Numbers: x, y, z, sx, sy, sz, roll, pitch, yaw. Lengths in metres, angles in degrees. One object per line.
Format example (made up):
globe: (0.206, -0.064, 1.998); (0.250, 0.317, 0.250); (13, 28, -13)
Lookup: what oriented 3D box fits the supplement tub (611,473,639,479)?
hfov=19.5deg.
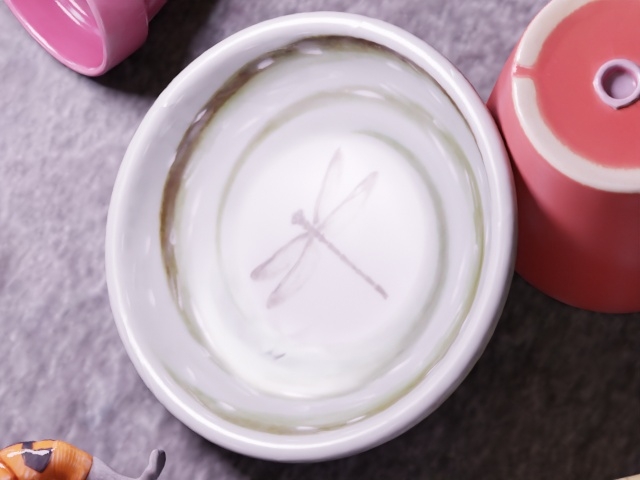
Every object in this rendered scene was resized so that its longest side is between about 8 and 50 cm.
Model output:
supplement tub: (0.279, 0.303, 1.520); (0.316, 0.228, 0.228); (-13, 73, 1)

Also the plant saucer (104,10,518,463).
plant saucer: (0.000, 0.000, 1.667); (0.400, 0.100, 0.400); (-5, 80, 26)

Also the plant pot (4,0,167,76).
plant pot: (-0.202, -0.287, 1.768); (0.201, 0.201, 0.180); (43, 66, 15)

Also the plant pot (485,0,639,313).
plant pot: (0.262, -0.097, 1.631); (0.275, 0.243, 0.275); (-2, 74, 6)

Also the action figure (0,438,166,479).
action figure: (-0.336, 0.275, 1.621); (0.330, 0.178, 0.341); (9, 50, 13)
